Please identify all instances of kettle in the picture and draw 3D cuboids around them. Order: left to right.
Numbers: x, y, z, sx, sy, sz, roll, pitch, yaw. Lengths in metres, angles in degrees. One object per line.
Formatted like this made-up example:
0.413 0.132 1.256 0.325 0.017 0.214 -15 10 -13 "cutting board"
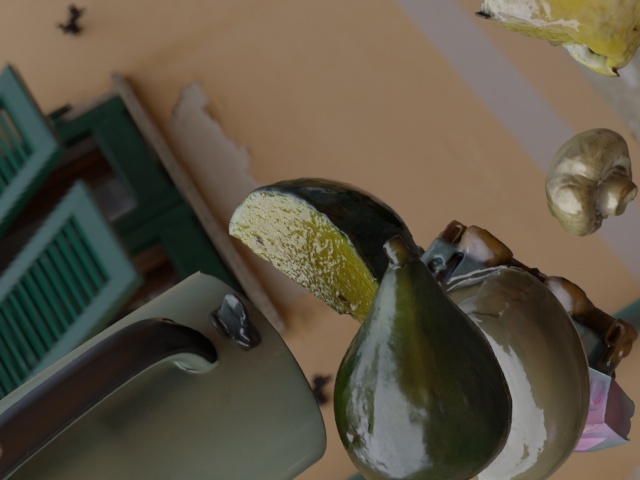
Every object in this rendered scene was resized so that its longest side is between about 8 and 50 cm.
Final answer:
-0.142 0.136 0.849 0.165 0.255 0.240 48 153 24 "kettle"

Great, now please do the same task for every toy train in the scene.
0.262 0.112 1.772 0.369 0.163 0.231 33 177 34 "toy train"

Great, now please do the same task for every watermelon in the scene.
0.002 -0.001 0.942 0.181 0.092 0.075 36 -171 31 "watermelon"

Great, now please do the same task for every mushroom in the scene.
0.355 -0.076 1.659 0.112 0.148 0.148 39 161 28 "mushroom"

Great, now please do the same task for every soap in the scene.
0.301 0.204 1.529 0.149 0.100 0.056 -8 134 36 "soap"

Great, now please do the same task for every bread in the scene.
0.249 -0.265 1.221 0.197 0.170 0.197 23 -171 -4 "bread"

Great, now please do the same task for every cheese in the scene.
0.158 0.128 1.126 0.175 0.091 0.202 -14 94 47 "cheese"

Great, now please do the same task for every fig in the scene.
0.061 0.081 0.793 0.117 0.117 0.177 50 157 48 "fig"
